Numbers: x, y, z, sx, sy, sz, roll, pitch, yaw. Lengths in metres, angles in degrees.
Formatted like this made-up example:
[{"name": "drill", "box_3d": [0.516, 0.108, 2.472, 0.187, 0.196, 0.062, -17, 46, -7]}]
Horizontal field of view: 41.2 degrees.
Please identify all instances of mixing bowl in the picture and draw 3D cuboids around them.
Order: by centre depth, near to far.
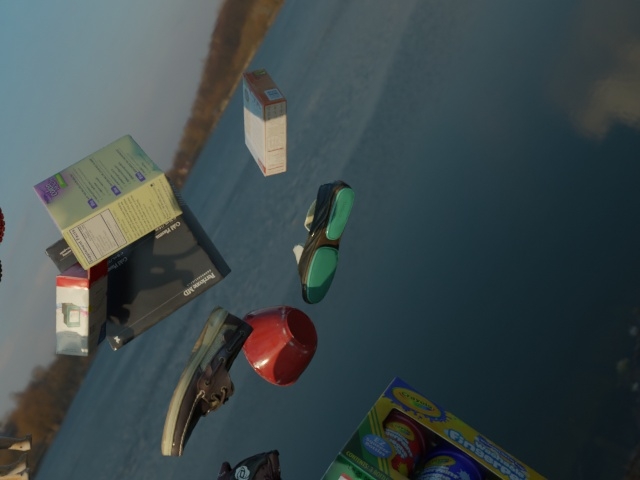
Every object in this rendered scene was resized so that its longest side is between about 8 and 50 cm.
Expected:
[{"name": "mixing bowl", "box_3d": [-0.073, 0.206, 1.811, 0.098, 0.181, 0.181, -36, 23, 32]}]

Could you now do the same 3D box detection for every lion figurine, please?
[{"name": "lion figurine", "box_3d": [-0.712, 0.470, 1.713, 0.392, 0.240, 0.142, 164, 108, -72]}]

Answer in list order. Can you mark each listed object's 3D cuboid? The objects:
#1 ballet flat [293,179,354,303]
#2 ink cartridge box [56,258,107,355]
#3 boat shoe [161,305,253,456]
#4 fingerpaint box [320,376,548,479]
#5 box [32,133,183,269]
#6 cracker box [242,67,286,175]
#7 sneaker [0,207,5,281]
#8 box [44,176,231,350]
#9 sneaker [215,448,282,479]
[{"name": "ballet flat", "box_3d": [0.000, 0.000, 1.896, 0.096, 0.095, 0.280, 20, 92, 44]}, {"name": "ink cartridge box", "box_3d": [-0.545, 0.133, 1.950, 0.134, 0.078, 0.231, -72, -13, -77]}, {"name": "boat shoe", "box_3d": [-0.192, 0.244, 1.468, 0.103, 0.092, 0.285, 109, 180, -52]}, {"name": "fingerpaint box", "box_3d": [0.252, 0.532, 1.778, 0.163, 0.445, 0.371, -61, -13, 25]}, {"name": "box", "box_3d": [-0.460, -0.088, 1.842, 0.243, 0.117, 0.213, -32, 43, -16]}, {"name": "cracker box", "box_3d": [-0.144, -0.305, 2.209, 0.232, 0.067, 0.155, 94, 154, -45]}, {"name": "sneaker", "box_3d": [-0.728, 0.005, 1.787, 0.088, 0.093, 0.225, -29, -43, -60]}, {"name": "box", "box_3d": [-0.462, 0.054, 2.203, 0.343, 0.312, 0.179, -33, 2, 3]}, {"name": "sneaker", "box_3d": [-0.065, 0.458, 1.501, 0.106, 0.281, 0.162, 60, -137, -76]}]
